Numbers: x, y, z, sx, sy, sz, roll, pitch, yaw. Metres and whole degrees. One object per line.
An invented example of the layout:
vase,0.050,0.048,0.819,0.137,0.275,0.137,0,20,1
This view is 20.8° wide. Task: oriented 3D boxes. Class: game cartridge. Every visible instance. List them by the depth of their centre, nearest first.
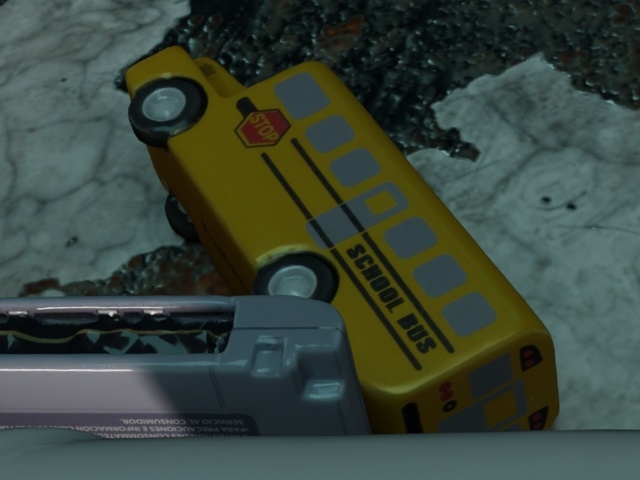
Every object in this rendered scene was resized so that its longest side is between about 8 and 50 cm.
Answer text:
game cartridge,-0.116,0.110,0.935,0.294,0.196,0.060,-1,43,12

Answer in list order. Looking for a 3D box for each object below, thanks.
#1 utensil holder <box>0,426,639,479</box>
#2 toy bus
utensil holder,0.027,0.230,0.656,0.385,0.327,0.327,-5,48,31
toy bus,0.000,0.000,1.058,0.130,0.108,0.332,-28,49,-10
